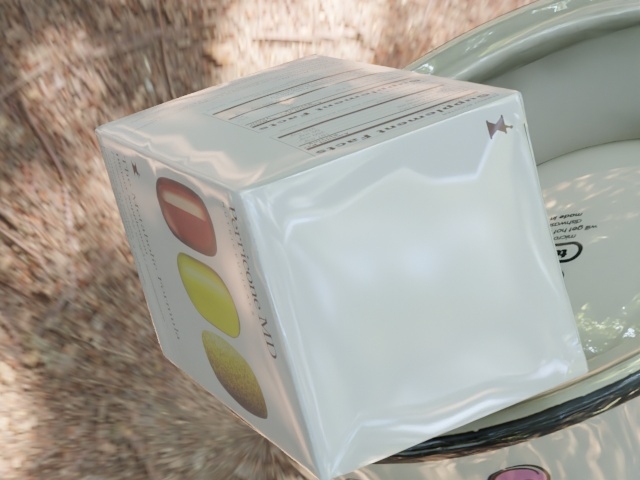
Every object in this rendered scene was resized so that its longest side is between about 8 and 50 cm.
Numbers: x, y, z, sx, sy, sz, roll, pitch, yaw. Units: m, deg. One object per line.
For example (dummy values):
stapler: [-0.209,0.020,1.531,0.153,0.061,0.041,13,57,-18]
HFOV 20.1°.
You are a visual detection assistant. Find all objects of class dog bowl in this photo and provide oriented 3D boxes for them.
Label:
dog bowl: [0.144,0.020,1.025,0.408,0.408,0.150,-33,119,-5]

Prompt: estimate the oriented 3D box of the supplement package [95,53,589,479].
supplement package: [0.000,0.000,0.861,0.134,0.244,0.139,-21,105,-17]
